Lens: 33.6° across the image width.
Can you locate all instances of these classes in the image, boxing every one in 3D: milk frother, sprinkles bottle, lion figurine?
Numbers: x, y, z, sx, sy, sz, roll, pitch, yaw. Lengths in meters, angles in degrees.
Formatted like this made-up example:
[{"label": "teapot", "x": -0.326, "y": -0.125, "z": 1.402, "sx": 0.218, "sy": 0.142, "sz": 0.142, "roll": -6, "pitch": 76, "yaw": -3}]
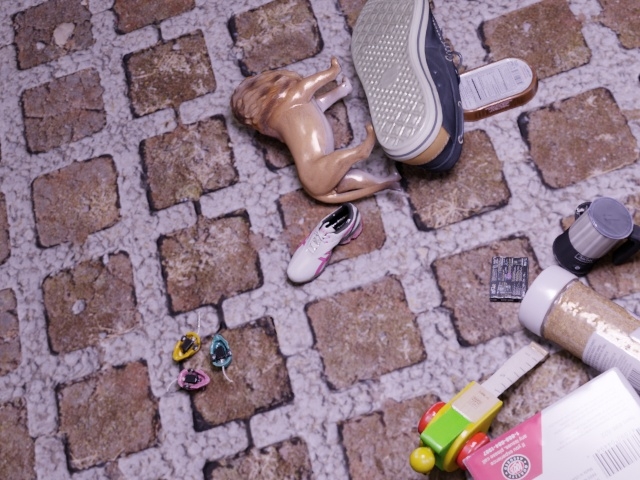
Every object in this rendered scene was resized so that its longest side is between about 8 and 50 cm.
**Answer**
[{"label": "milk frother", "x": 0.487, "y": -0.033, "z": 1.860, "sx": 0.129, "sy": 0.134, "sz": 0.143, "roll": 2, "pitch": 61, "yaw": -19}, {"label": "sprinkles bottle", "x": 0.503, "y": 0.177, "z": 1.752, "sx": 0.355, "sy": 0.121, "sz": 0.121, "roll": 33, "pitch": 75, "yaw": 27}, {"label": "lion figurine", "x": -0.017, "y": -0.200, "z": 2.086, "sx": 0.240, "sy": 0.142, "sz": 0.392, "roll": -30, "pitch": 63, "yaw": 6}]

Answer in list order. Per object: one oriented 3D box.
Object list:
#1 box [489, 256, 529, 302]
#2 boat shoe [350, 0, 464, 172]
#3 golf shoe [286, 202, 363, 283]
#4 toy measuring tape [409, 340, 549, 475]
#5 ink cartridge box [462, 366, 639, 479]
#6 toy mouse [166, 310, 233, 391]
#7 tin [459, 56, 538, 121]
[{"label": "box", "x": 0.340, "y": 0.070, "z": 1.911, "sx": 0.067, "sy": 0.018, "sz": 0.083, "roll": 0, "pitch": 62, "yaw": 15}, {"label": "boat shoe", "x": 0.178, "y": -0.331, "z": 2.081, "sx": 0.187, "sy": 0.156, "sz": 0.500, "roll": -32, "pitch": 45, "yaw": 28}, {"label": "golf shoe", "x": 0.000, "y": 0.000, "z": 2.002, "sx": 0.067, "sy": 0.086, "sz": 0.186, "roll": 38, "pitch": 78, "yaw": 27}, {"label": "toy measuring tape", "x": 0.264, "y": 0.293, "z": 1.784, "sx": 0.121, "sy": 0.121, "sz": 0.330, "roll": 37, "pitch": 54, "yaw": 28}, {"label": "ink cartridge box", "x": 0.437, "y": 0.432, "z": 1.582, "sx": 0.279, "sy": 0.160, "sz": 0.384, "roll": -32, "pitch": 63, "yaw": 4}, {"label": "toy mouse", "x": -0.212, "y": 0.231, "z": 1.963, "sx": 0.143, "sy": 0.031, "sz": 0.161, "roll": 26, "pitch": 72, "yaw": 26}, {"label": "tin", "x": 0.338, "y": -0.302, "z": 2.105, "sx": 0.190, "sy": 0.040, "sz": 0.106, "roll": -19, "pitch": 55, "yaw": 4}]
